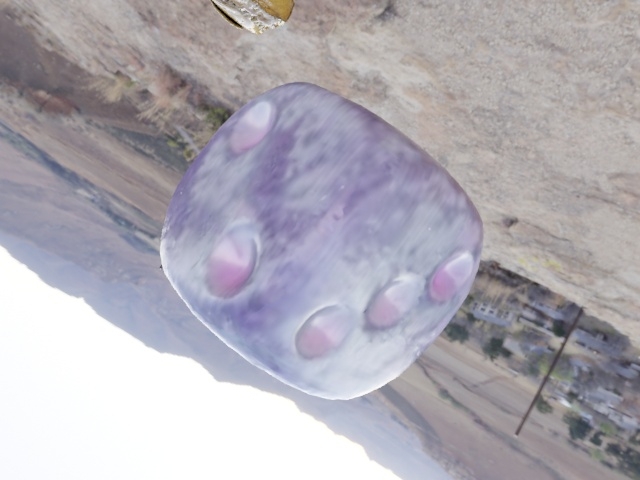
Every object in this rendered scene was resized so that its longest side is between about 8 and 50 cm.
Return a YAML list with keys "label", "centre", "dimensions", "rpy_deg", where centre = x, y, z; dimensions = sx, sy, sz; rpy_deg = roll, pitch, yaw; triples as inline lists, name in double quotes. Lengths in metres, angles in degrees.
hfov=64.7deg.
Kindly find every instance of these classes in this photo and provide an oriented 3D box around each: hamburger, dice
- label: "hamburger"
  centre: [-0.132, -0.507, 0.950]
  dimensions: [0.108, 0.213, 0.214]
  rpy_deg: [-3, 144, 42]
- label: "dice"
  centre: [0.000, 0.000, 0.601]
  dimensions: [0.270, 0.271, 0.270]
  rpy_deg: [35, -178, -45]
